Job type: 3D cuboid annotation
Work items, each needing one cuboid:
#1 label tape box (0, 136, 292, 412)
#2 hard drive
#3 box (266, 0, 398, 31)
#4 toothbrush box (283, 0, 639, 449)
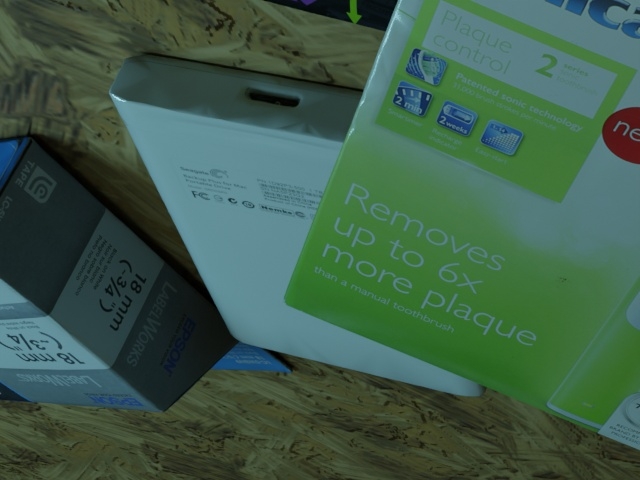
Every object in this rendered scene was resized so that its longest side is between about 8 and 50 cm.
[{"bbox_3d":[-0.218,0.062,1.227,0.241,0.106,0.333,-2,145,41],"label":"label tape box"},{"bbox_3d":[0.000,0.000,1.016,0.203,0.040,0.307,12,152,19],"label":"hard drive"},{"bbox_3d":[-0.014,-0.167,0.724,0.116,0.029,0.162,16,152,12],"label":"box"},{"bbox_3d":[0.124,-0.054,0.668,0.206,0.122,0.283,23,139,0],"label":"toothbrush box"}]
